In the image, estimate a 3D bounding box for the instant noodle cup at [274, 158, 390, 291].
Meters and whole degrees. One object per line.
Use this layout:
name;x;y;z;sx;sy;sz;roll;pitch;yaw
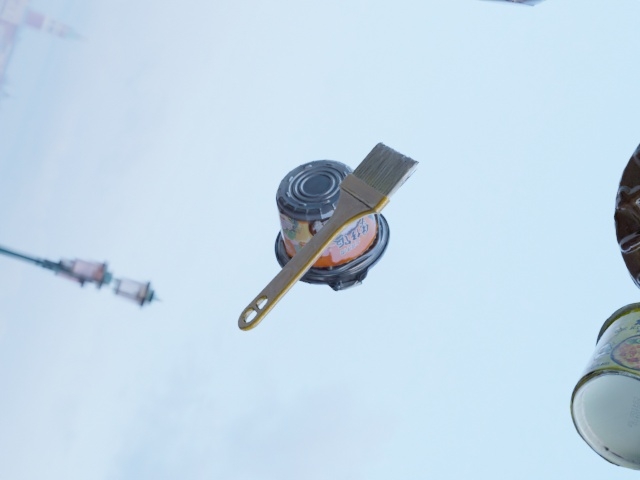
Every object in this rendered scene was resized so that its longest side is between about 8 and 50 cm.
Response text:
instant noodle cup;0.007;-0.039;1.632;0.208;0.178;0.125;45;-22;43

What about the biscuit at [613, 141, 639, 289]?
biscuit;0.575;-0.035;1.640;0.115;0.268;0.366;-17;108;-72

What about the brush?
brush;0.000;0.000;1.251;0.272;0.013;0.103;-48;-151;-2

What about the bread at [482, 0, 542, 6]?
bread;0.163;-0.307;1.148;0.184;0.234;0.110;-113;-152;-77

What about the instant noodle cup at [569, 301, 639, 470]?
instant noodle cup;0.392;0.184;1.328;0.144;0.182;0.182;-36;168;-47
